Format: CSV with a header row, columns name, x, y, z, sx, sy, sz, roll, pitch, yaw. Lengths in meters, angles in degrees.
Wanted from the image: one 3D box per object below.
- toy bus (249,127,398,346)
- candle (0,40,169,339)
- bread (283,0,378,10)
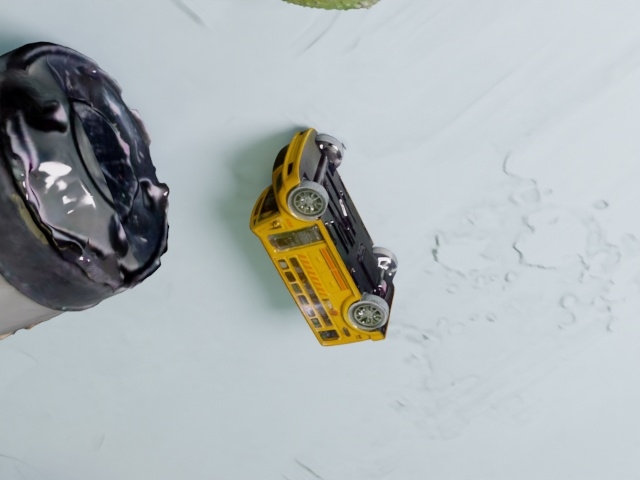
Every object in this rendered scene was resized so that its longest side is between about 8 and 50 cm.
name,x,y,z,sx,sy,sz,roll,pitch,yaw
toy bus,0.000,0.000,0.917,0.074,0.069,0.162,-14,123,23
candle,-0.273,-0.004,0.899,0.330,0.187,0.187,-22,119,25
bread,-0.050,-0.211,0.718,0.228,0.033,0.228,33,165,10
